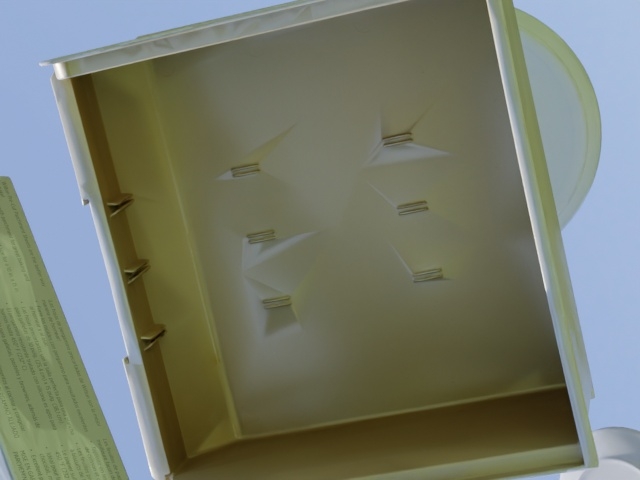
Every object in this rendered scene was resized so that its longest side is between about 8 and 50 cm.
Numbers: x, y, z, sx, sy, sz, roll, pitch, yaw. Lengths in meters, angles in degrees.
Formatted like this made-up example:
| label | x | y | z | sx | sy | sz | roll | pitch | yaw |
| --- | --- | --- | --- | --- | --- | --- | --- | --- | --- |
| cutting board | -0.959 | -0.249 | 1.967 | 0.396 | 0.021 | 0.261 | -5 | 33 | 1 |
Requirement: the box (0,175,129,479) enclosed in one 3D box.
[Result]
| label | x | y | z | sx | sy | sz | roll | pitch | yaw |
| --- | --- | --- | --- | --- | --- | --- | --- | --- | --- |
| box | -0.132 | 0.119 | 0.831 | 0.067 | 0.063 | 0.324 | -3 | -120 | -45 |

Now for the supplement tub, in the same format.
| label | x | y | z | sx | sy | sz | roll | pitch | yaw |
| --- | --- | --- | --- | --- | --- | --- | --- | --- | --- |
| supplement tub | 0.124 | -0.093 | 1.546 | 0.228 | 0.228 | 0.316 | 57 | -174 | -2 |

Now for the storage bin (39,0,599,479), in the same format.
| label | x | y | z | sx | sy | sz | roll | pitch | yaw |
| --- | --- | --- | --- | --- | --- | --- | --- | --- | --- |
| storage bin | 0.000 | 0.000 | 0.966 | 0.123 | 0.260 | 0.262 | -47 | -55 | -73 |

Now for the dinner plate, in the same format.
| label | x | y | z | sx | sy | sz | roll | pitch | yaw |
| --- | --- | --- | --- | --- | --- | --- | --- | --- | --- |
| dinner plate | 0.260 | 0.229 | 1.527 | 0.017 | 0.141 | 0.141 | -17 | -104 | -46 |
